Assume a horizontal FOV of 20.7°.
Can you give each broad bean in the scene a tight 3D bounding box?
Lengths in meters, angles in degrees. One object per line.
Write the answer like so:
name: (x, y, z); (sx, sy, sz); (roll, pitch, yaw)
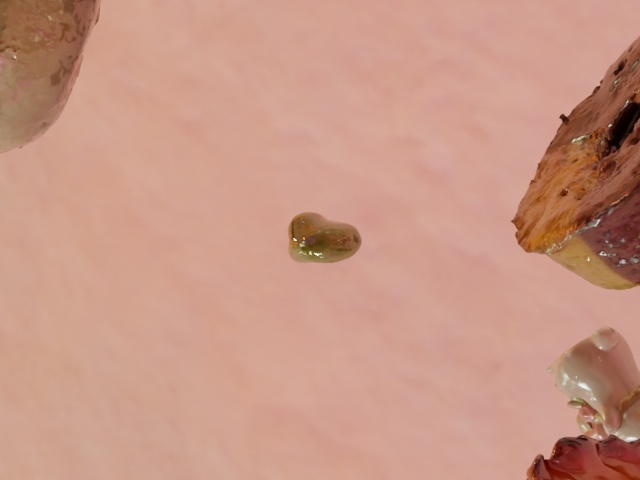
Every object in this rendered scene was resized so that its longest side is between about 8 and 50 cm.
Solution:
broad bean: (0.000, 0.000, 1.593); (0.083, 0.063, 0.045); (17, 115, 55)

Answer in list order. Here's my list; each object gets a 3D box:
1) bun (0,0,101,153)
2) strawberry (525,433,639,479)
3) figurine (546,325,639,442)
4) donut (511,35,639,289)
bun: (-0.234, -0.179, 1.219); (0.239, 0.141, 0.239); (-31, 53, 54)
strawberry: (0.282, 0.274, 1.328); (0.149, 0.336, 0.265); (-61, 18, 24)
figurine: (0.269, 0.150, 1.538); (0.081, 0.098, 0.146); (-32, 80, -16)
donut: (0.193, -0.050, 1.014); (0.166, 0.073, 0.184); (-31, 24, 47)
